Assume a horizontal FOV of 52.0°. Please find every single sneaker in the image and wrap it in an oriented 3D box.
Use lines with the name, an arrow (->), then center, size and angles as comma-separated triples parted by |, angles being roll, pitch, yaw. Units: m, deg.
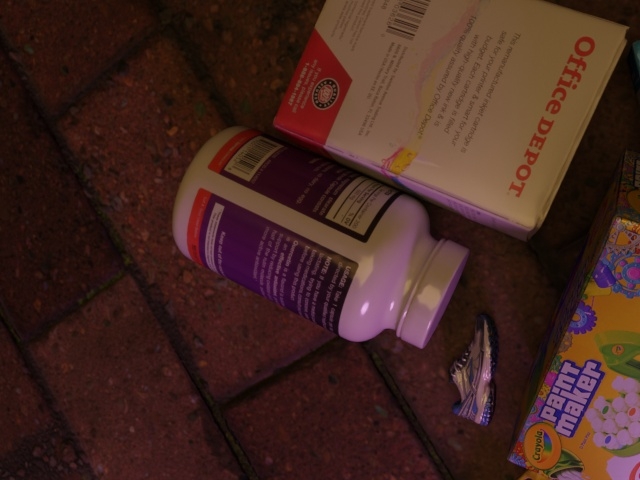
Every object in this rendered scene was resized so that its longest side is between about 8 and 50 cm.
sneaker -> 0.182, 0.155, 0.792 | 0.058, 0.052, 0.135 | 5, 95, 23

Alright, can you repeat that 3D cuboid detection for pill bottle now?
pill bottle -> 0.000, 0.000, 0.775 | 0.323, 0.181, 0.181 | 26, 102, 16

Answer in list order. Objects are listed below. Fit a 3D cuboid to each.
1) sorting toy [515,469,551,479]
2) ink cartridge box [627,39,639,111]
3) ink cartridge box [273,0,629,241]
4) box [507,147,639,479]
sorting toy -> 0.254, 0.386, 0.784 | 0.132, 0.046, 0.274 | 20, 100, 17
ink cartridge box -> 0.415, -0.107, 0.677 | 0.134, 0.078, 0.231 | -13, 90, 21
ink cartridge box -> 0.136, -0.160, 0.729 | 0.306, 0.131, 0.226 | 26, 91, 15
box -> 0.363, 0.110, 0.608 | 0.279, 0.177, 0.289 | 21, 123, 16
